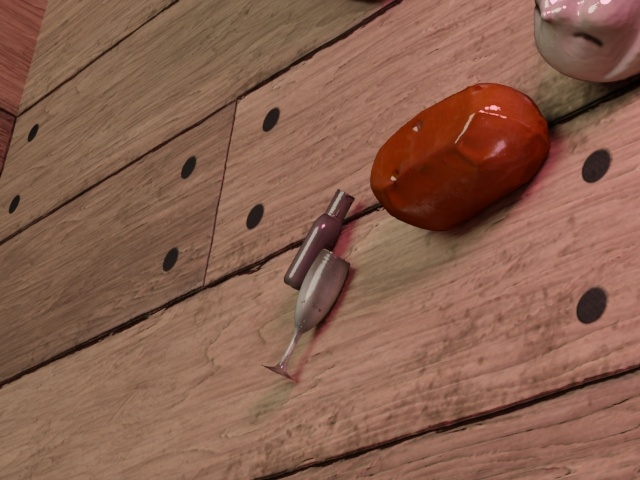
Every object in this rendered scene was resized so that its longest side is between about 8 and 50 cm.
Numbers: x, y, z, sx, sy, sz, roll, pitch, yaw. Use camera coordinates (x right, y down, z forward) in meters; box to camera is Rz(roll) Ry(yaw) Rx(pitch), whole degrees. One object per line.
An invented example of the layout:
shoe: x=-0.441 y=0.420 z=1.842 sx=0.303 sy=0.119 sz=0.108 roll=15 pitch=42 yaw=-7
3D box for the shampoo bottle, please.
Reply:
shampoo bottle: x=0.000 y=0.000 z=2.193 sx=0.040 sy=0.080 sz=0.165 roll=29 pitch=92 yaw=17

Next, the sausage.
sausage: x=0.187 y=-0.114 z=1.942 sx=0.268 sy=0.141 sz=0.153 roll=-32 pitch=43 yaw=38

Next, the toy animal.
toy animal: x=0.376 y=-0.323 z=1.806 sx=0.271 sy=0.206 sz=0.265 roll=41 pitch=115 yaw=38

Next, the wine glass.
wine glass: x=-0.019 y=0.111 z=2.146 sx=0.066 sy=0.066 sz=0.198 roll=18 pitch=80 yaw=58
